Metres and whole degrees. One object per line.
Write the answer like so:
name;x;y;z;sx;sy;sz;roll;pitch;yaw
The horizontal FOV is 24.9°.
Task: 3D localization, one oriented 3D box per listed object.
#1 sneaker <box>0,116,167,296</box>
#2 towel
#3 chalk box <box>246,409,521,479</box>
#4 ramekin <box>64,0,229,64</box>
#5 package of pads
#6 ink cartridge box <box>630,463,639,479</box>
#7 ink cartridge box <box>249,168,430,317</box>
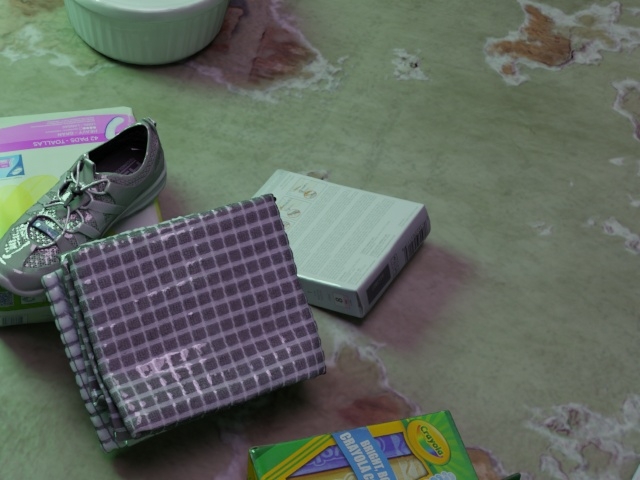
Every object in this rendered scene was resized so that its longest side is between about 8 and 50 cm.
sneaker;-0.289;-0.049;1.711;0.105;0.115;0.281;29;53;14
towel;-0.150;0.089;1.658;0.284;0.121;0.235;-18;92;-27
chalk box;0.079;0.310;1.531;0.289;0.180;0.179;-8;49;-14
ramekin;-0.255;-0.374;2.143;0.273;0.127;0.273;4;47;-4
package of pads;-0.318;-0.034;1.838;0.229;0.101;0.296;-6;52;-14
ink cartridge box;0.502;0.240;1.739;0.186;0.065;0.311;26;52;15
ink cartridge box;0.000;0.000;1.905;0.232;0.066;0.189;11;44;31
